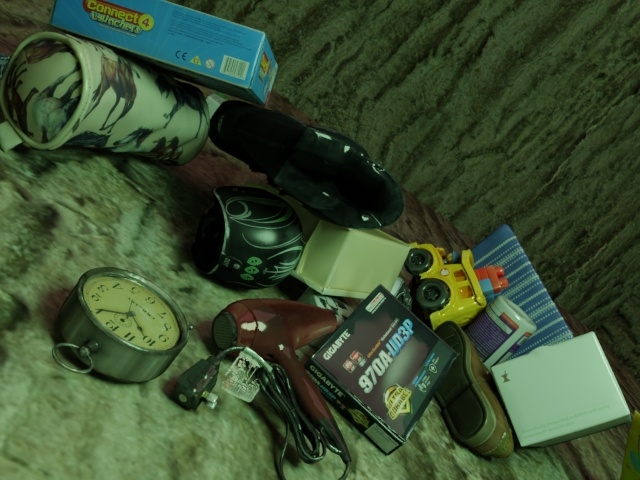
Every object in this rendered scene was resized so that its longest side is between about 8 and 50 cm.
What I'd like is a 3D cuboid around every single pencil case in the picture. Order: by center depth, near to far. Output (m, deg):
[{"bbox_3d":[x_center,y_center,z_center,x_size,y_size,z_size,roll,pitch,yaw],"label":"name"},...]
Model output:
[{"bbox_3d":[-0.332,-0.212,1.007,0.159,0.184,0.410,63,16,5],"label":"pencil case"}]

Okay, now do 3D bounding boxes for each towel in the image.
[{"bbox_3d":[0.422,0.157,1.428,0.040,0.243,0.336,10,48,-42],"label":"towel"}]

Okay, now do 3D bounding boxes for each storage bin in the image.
[{"bbox_3d":[0.000,0.000,1.169,0.260,0.123,0.262,28,8,33],"label":"storage bin"}]

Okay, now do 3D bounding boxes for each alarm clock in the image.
[{"bbox_3d":[-0.214,0.095,0.631,0.129,0.064,0.192,40,13,2],"label":"alarm clock"}]

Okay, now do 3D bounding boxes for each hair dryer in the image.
[{"bbox_3d":[-0.047,0.169,0.775,0.224,0.080,0.293,40,33,-6],"label":"hair dryer"}]

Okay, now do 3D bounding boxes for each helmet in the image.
[{"bbox_3d":[-0.106,-0.003,0.967,0.162,0.169,0.169,7,32,-34],"label":"helmet"}]

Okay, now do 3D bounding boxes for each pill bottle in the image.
[{"bbox_3d":[0.368,0.223,1.340,0.108,0.193,0.108,36,16,-12],"label":"pill bottle"}]

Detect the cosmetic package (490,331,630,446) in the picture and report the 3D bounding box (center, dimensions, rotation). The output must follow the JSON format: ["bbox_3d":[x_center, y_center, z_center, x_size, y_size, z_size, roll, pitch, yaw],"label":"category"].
[{"bbox_3d":[0.482,0.305,1.198,0.365,0.197,0.155,30,39,-58],"label":"cosmetic package"}]

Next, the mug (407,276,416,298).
[{"bbox_3d":[0.319,0.145,1.593,0.169,0.113,0.150,36,1,3],"label":"mug"}]

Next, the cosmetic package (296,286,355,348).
[{"bbox_3d":[0.069,0.171,1.058,0.239,0.060,0.099,31,19,-26],"label":"cosmetic package"}]

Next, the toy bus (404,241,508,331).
[{"bbox_3d":[0.317,0.092,1.424,0.149,0.212,0.220,56,16,-55],"label":"toy bus"}]

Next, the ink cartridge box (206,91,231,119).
[{"bbox_3d":[-0.228,-0.302,1.652,0.208,0.087,0.153,37,16,-10],"label":"ink cartridge box"}]

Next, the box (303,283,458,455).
[{"bbox_3d":[0.096,0.188,0.934,0.175,0.051,0.220,42,42,8],"label":"box"}]

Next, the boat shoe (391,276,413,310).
[{"bbox_3d":[0.173,0.135,1.379,0.076,0.080,0.228,41,8,8],"label":"boat shoe"}]

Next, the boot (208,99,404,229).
[{"bbox_3d":[0.021,-0.128,1.071,0.367,0.146,0.445,12,9,-27],"label":"boot"}]

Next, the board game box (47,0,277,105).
[{"bbox_3d":[-0.237,-0.325,1.028,0.308,0.086,0.302,17,7,-3],"label":"board game box"}]

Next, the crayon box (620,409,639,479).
[{"bbox_3d":[0.663,0.484,1.140,0.202,0.081,0.318,-116,-168,-55],"label":"crayon box"}]

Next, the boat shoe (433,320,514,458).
[{"bbox_3d":[0.280,0.283,1.165,0.104,0.111,0.307,37,25,-22],"label":"boat shoe"}]
